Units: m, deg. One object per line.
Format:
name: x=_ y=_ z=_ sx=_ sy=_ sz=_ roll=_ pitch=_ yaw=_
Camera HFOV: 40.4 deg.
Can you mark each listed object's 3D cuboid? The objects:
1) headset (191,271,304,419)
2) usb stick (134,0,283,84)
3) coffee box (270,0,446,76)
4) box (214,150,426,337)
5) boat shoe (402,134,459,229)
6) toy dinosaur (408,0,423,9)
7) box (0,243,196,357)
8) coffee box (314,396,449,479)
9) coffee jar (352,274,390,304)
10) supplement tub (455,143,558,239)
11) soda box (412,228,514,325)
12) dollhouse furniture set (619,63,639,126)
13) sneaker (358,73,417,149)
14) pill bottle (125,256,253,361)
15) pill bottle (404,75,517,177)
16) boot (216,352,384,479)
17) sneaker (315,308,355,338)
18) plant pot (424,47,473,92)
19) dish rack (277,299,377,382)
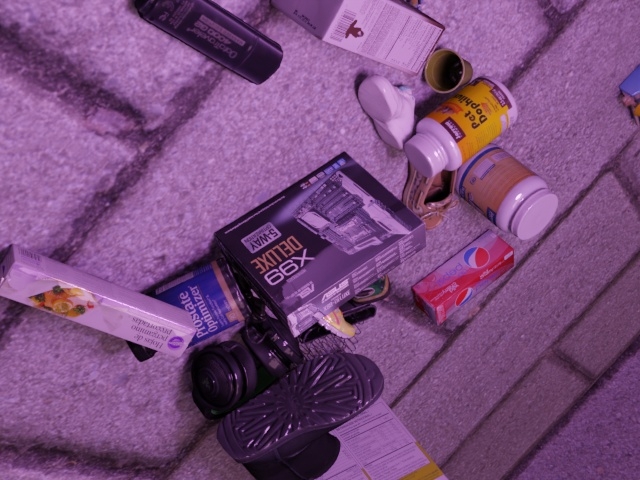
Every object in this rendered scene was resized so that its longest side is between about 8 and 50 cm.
headset: x=-0.161 y=0.222 z=1.783 sx=0.243 sy=0.185 sz=0.394 roll=-30 pitch=158 yaw=-27
usb stick: x=-0.156 y=-0.308 z=1.288 sx=0.077 sy=0.045 sz=0.278 roll=-47 pitch=146 yaw=16
coffee box: x=0.064 y=-0.357 z=1.379 sx=0.246 sy=0.141 sz=0.098 roll=6 pitch=121 yaw=-50
box: x=0.000 y=0.000 z=1.590 sx=0.307 sy=0.242 sz=0.077 roll=-33 pitch=144 yaw=-16
boat shoe: x=0.240 y=-0.113 z=1.851 sx=0.104 sy=0.089 sz=0.285 roll=-32 pitch=143 yaw=-18
toy dinosaur: x=0.168 y=-0.410 z=1.521 sx=0.090 sy=0.047 sz=0.082 roll=-44 pitch=165 yaw=-20
box: x=-0.354 y=0.101 z=1.390 sx=0.324 sy=0.067 sz=0.063 roll=25 pitch=106 yaw=-32
coffee box: x=0.092 y=0.687 z=2.303 sx=0.338 sy=0.334 sz=0.338 roll=-19 pitch=139 yaw=-29
coffee jar: x=0.083 y=0.074 z=1.878 sx=0.096 sy=0.079 sz=0.184 roll=-16 pitch=149 yaw=18
supplement tub: x=0.413 y=-0.108 z=1.936 sx=0.144 sy=0.200 sz=0.144 roll=-27 pitch=141 yaw=-24
soda box: x=0.359 y=0.090 z=2.177 sx=0.263 sy=0.092 sz=0.083 roll=-36 pitch=145 yaw=-14
dollhouse furniture set: x=0.941 y=-0.361 z=2.219 sx=0.303 sy=0.198 sz=0.286 roll=-45 pitch=145 yaw=1
sneaker: x=0.135 y=-0.261 z=1.621 sx=0.094 sy=0.080 sz=0.212 roll=-52 pitch=153 yaw=-10
pill bottle: x=-0.243 y=0.129 z=1.561 sx=0.219 sy=0.123 sz=0.123 roll=-27 pitch=143 yaw=-4
pill bottle: x=0.267 y=-0.215 z=1.674 sx=0.215 sy=0.117 sz=0.117 roll=-38 pitch=145 yaw=-14
boot: x=-0.008 y=0.431 z=1.952 sx=0.366 sy=0.146 sz=0.445 roll=-23 pitch=149 yaw=0
sneaker: x=0.004 y=0.128 z=1.812 sx=0.208 sy=0.081 sz=0.094 roll=39 pitch=80 yaw=-22
plant pot: x=0.254 y=-0.325 z=1.670 sx=0.079 sy=0.083 sz=0.083 roll=-13 pitch=136 yaw=-56
dish rack: x=0.006 y=0.251 z=1.999 sx=0.208 sy=0.074 sz=0.272 roll=-16 pitch=136 yaw=-34
